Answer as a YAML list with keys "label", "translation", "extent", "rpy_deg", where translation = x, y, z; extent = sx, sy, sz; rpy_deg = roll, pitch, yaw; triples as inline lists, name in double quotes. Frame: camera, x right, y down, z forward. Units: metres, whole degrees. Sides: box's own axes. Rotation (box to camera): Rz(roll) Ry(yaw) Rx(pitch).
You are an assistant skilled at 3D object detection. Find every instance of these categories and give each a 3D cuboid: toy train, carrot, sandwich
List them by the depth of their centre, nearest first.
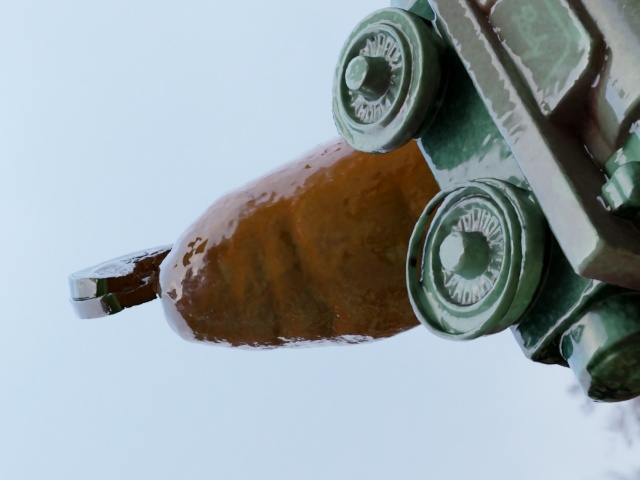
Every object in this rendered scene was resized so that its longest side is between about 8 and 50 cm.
- label: "toy train"
  translation: [0.135, -0.074, 0.862]
  extent: [0.150, 0.221, 0.304]
  rpy_deg: [12, -139, -38]
- label: "carrot"
  translation: [0.000, 0.000, 1.068]
  extent: [0.225, 0.159, 0.159]
  rpy_deg: [-18, -67, -16]
- label: "sandwich"
  translation: [-0.136, 0.028, 1.105]
  extent: [0.135, 0.067, 0.029]
  rpy_deg: [-40, -63, -75]
